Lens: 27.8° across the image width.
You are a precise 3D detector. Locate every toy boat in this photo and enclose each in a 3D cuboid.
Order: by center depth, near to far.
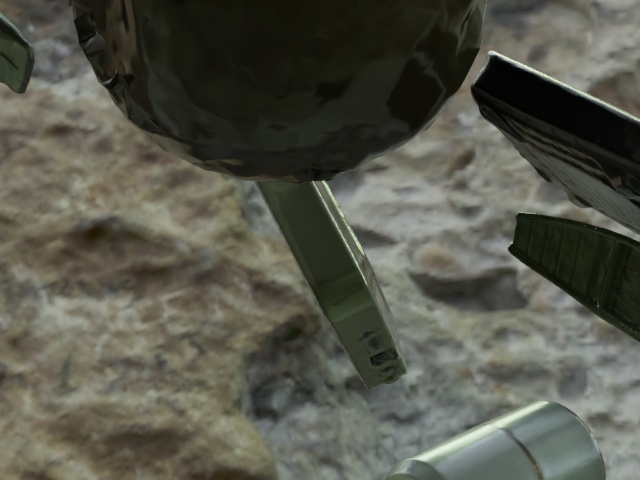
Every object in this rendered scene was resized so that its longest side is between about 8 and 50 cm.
[{"bbox_3d":[0.306,0.041,1.305,0.055,0.093,0.293,-3,-157,-35],"label":"toy boat"}]

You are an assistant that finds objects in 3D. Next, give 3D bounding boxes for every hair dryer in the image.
[{"bbox_3d":[0.139,0.321,1.122,0.173,0.357,0.107,-17,-150,-33],"label":"hair dryer"}]

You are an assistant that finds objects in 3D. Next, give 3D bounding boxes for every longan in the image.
[{"bbox_3d":[-0.057,-0.258,1.271,0.436,0.404,0.404,26,-127,21],"label":"longan"}]

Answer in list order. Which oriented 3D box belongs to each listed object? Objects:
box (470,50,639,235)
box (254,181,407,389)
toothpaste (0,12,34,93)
[{"bbox_3d":[0.314,-0.069,1.344,0.289,0.290,0.073,35,-90,44],"label":"box"},{"bbox_3d":[0.000,0.000,1.789,0.090,0.367,0.373,-29,-115,0],"label":"box"},{"bbox_3d":[-0.374,-0.249,0.975,0.392,0.099,0.061,40,-112,-5],"label":"toothpaste"}]
